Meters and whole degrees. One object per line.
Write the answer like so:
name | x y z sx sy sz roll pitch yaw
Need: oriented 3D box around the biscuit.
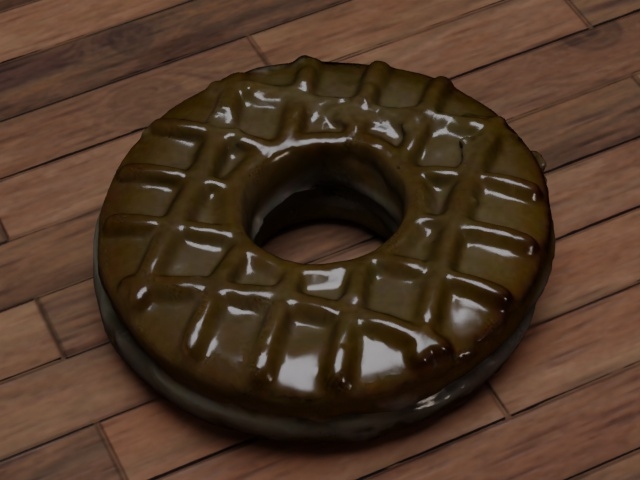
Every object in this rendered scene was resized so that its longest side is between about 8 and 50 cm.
biscuit | 0.000 0.000 1.312 0.332 0.103 0.332 -2 48 3
